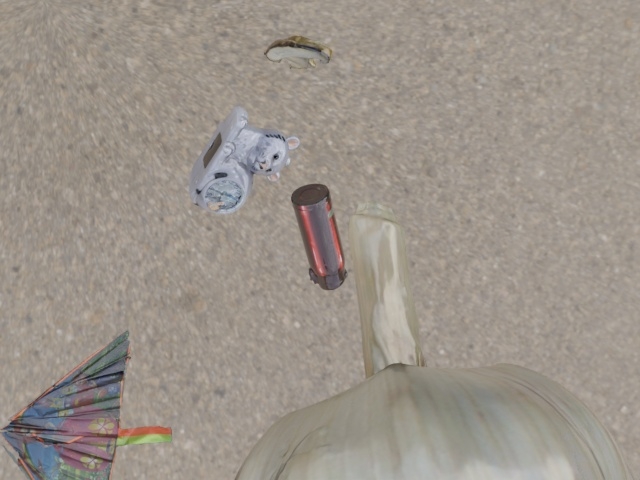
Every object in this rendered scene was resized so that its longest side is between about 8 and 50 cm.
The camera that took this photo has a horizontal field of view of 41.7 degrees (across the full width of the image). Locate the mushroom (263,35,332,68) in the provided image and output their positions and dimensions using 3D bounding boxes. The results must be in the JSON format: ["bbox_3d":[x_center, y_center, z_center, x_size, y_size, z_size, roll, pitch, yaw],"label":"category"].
[{"bbox_3d":[-0.027,-0.220,0.987,0.049,0.101,0.019,45,64,-44],"label":"mushroom"}]

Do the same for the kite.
[{"bbox_3d":[-0.245,0.213,0.874,0.183,0.014,0.241,-2,67,1],"label":"kite"}]

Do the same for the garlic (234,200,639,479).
[{"bbox_3d":[0.031,0.085,0.397,0.199,0.199,0.226,-7,66,-16],"label":"garlic"}]

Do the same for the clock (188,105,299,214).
[{"bbox_3d":[-0.120,-0.108,1.286,0.117,0.080,0.176,25,118,-27],"label":"clock"}]

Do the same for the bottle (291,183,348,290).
[{"bbox_3d":[0.000,0.000,1.210,0.060,0.060,0.164,-23,127,-11],"label":"bottle"}]
